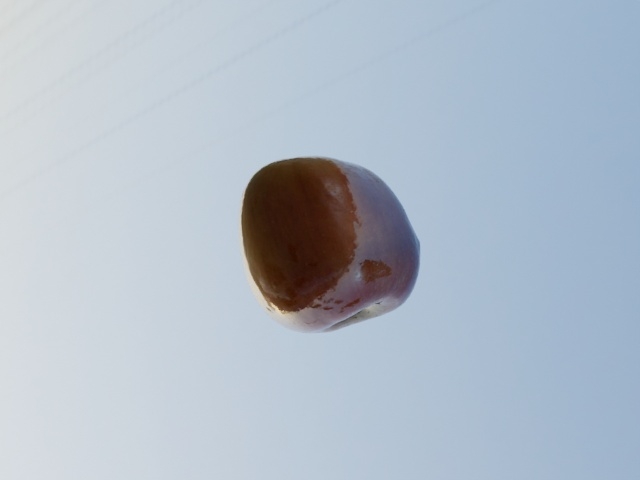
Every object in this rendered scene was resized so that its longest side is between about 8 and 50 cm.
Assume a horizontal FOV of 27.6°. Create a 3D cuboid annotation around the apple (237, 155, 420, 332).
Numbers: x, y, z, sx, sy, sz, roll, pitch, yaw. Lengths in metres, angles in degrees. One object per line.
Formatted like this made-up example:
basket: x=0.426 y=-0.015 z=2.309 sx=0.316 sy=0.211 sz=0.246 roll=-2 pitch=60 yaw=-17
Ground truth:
apple: x=0.000 y=0.000 z=1.307 sx=0.199 sy=0.199 sz=0.199 roll=-41 pitch=-150 yaw=30
